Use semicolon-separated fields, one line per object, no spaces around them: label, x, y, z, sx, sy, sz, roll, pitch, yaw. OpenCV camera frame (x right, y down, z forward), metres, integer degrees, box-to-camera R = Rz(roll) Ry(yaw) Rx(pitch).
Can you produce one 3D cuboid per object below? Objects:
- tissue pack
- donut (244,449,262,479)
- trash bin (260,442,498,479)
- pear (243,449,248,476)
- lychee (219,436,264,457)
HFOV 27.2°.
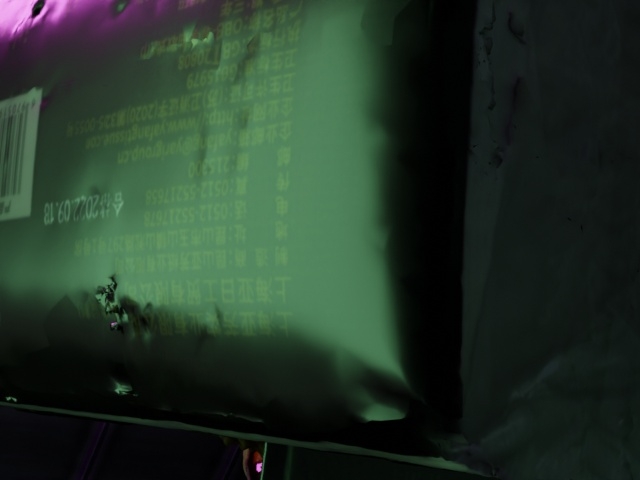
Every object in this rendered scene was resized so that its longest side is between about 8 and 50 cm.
tissue pack;-0.022;-0.016;0.525;0.370;0.198;0.210;-1;86;49
donut;0.009;0.252;1.235;0.295;0.151;0.112;-98;3;-66
trash bin;0.050;0.075;0.836;0.343;0.158;0.223;115;161;-86
pear;-0.034;0.264;1.762;0.167;0.136;0.167;-172;90;-85
lychee;-0.028;0.074;1.171;0.267;0.267;0.268;-176;90;-85
